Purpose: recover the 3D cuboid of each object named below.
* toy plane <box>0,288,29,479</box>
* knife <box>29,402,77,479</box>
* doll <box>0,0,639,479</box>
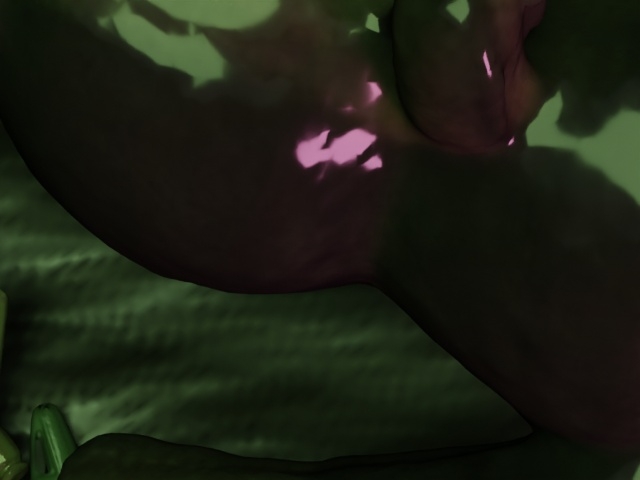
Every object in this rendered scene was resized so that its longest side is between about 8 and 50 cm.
[{"bbox_3d":[-0.188,0.126,0.634,0.244,0.092,0.229,45,89,9],"label":"toy plane"},{"bbox_3d":[-0.092,0.213,0.647,0.043,0.020,0.293,-14,83,4],"label":"knife"},{"bbox_3d":[-0.011,0.001,0.549,0.382,0.252,0.379,19,87,16],"label":"doll"}]
